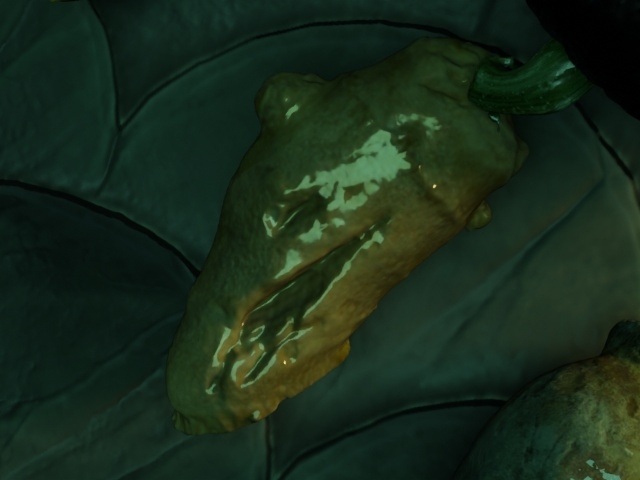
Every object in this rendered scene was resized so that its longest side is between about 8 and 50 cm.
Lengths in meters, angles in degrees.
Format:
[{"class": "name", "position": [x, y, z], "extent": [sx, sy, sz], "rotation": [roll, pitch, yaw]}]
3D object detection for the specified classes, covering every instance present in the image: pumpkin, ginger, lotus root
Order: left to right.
[{"class": "ginger", "position": [0.000, 0.000, 0.862], "extent": [0.190, 0.126, 0.354], "rotation": [31, 100, -15]}, {"class": "lotus root", "position": [0.157, 0.212, 0.838], "extent": [0.175, 0.175, 0.350], "rotation": [25, 98, 7]}, {"class": "pumpkin", "position": [0.198, -0.151, 0.748], "extent": [0.248, 0.248, 0.248], "rotation": [1, 97, 11]}]
